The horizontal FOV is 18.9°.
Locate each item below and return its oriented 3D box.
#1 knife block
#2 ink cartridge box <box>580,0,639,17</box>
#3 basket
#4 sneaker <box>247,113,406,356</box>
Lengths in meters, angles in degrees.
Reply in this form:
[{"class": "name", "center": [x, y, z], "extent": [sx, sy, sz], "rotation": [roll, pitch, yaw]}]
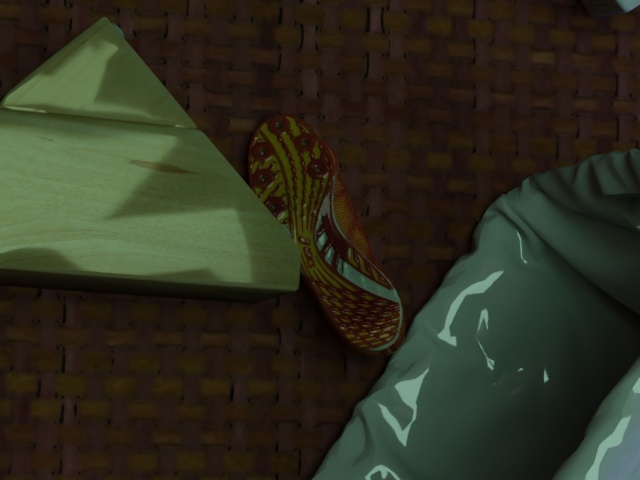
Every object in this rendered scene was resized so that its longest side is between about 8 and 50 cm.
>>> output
[{"class": "knife block", "center": [-0.183, -0.007, 1.154], "extent": [0.242, 0.088, 0.276], "rotation": [-43, 98, -18]}, {"class": "ink cartridge box", "center": [0.189, -0.284, 1.304], "extent": [0.134, 0.078, 0.231], "rotation": [-34, 100, -6]}, {"class": "basket", "center": [0.199, 0.140, 1.149], "extent": [0.266, 0.328, 0.331], "rotation": [41, 71, -15]}, {"class": "sneaker", "center": [0.000, 0.000, 1.239], "extent": [0.064, 0.067, 0.175], "rotation": [-23, 76, -1]}]
